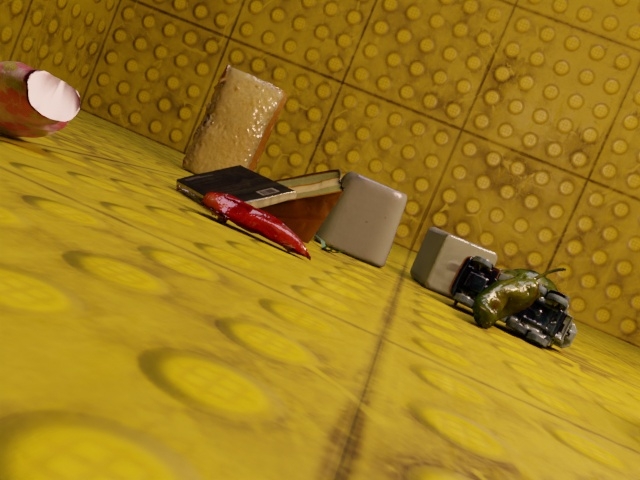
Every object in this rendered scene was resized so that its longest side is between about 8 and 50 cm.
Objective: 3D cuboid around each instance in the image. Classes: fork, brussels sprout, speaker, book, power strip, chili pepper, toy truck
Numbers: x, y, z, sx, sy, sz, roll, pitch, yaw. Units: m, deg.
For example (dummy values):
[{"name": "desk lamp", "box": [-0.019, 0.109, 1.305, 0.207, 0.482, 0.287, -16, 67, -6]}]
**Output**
[{"name": "fork", "box": [-0.001, 0.002, 1.414, 0.039, 0.021, 0.235, 25, 2, -21]}, {"name": "brussels sprout", "box": [0.496, 0.137, 1.559, 0.183, 0.131, 0.145, 27, -2, -10]}, {"name": "speaker", "box": [0.102, -0.064, 1.642, 0.183, 0.184, 0.406, 22, 5, -2]}, {"name": "book", "box": [-0.173, -0.104, 1.271, 0.160, 0.024, 0.228, -18, 27, -30]}, {"name": "power strip", "box": [0.318, 0.063, 1.501, 0.140, 0.139, 0.224, 23, 4, -7]}, {"name": "chili pepper", "box": [-0.126, -0.038, 1.070, 0.267, 0.051, 0.059, 25, -11, 15]}, {"name": "toy truck", "box": [0.394, 0.135, 1.295, 0.256, 0.108, 0.140, 26, -7, 21]}, {"name": "chili pepper", "box": [0.360, 0.103, 1.188, 0.203, 0.072, 0.073, -22, 33, -28]}]

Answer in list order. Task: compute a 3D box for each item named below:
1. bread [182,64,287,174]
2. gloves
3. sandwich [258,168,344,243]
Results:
[{"name": "bread", "box": [-0.288, -0.369, 2.110, 0.236, 0.376, 0.165, 26, 3, 5]}, {"name": "gloves", "box": [-0.502, -0.225, 1.028, 0.241, 0.126, 0.145, -2, 10, 36]}, {"name": "sandwich", "box": [-0.069, -0.100, 1.284, 0.187, 0.144, 0.117, 21, 25, -15]}]
